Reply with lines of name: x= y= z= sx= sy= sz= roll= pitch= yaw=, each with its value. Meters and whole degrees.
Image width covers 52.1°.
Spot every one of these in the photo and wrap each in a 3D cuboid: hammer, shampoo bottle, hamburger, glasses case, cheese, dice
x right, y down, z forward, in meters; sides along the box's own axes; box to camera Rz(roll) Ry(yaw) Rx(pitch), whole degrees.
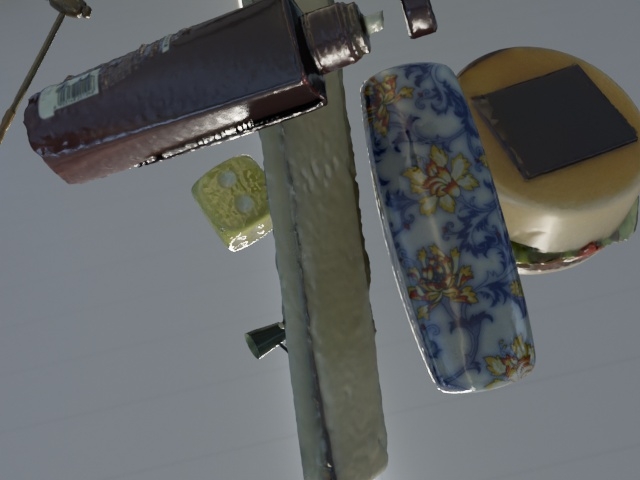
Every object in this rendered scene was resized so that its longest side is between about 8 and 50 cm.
hammer: x=-0.172 y=-0.091 z=0.382 sx=0.029 sy=0.122 sz=0.014 roll=26 pitch=175 yaw=-11
shampoo bottle: x=-0.051 y=-0.096 z=0.378 sx=0.237 sy=0.067 sz=0.068 roll=-16 pitch=-106 yaw=13
hamburger: x=0.259 y=-0.101 z=0.833 sx=0.302 sy=0.170 sz=0.301 roll=2 pitch=-118 yaw=-4
glasses case: x=0.090 y=-0.013 z=0.486 sx=0.087 sy=0.247 sz=0.065 roll=-11 pitch=172 yaw=-7
cheese: x=-0.001 y=0.000 z=0.481 sx=0.034 sy=0.399 sz=0.085 roll=1 pitch=-168 yaw=41
dice: x=-0.194 y=-0.089 z=1.563 sx=0.169 sy=0.166 sz=0.169 roll=-34 pitch=-99 yaw=-8

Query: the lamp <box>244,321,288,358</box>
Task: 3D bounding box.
lamp: x=-0.028 y=0.135 z=0.700 sx=0.054 sy=0.041 sz=0.121 roll=-26 pitch=-121 yaw=-24
